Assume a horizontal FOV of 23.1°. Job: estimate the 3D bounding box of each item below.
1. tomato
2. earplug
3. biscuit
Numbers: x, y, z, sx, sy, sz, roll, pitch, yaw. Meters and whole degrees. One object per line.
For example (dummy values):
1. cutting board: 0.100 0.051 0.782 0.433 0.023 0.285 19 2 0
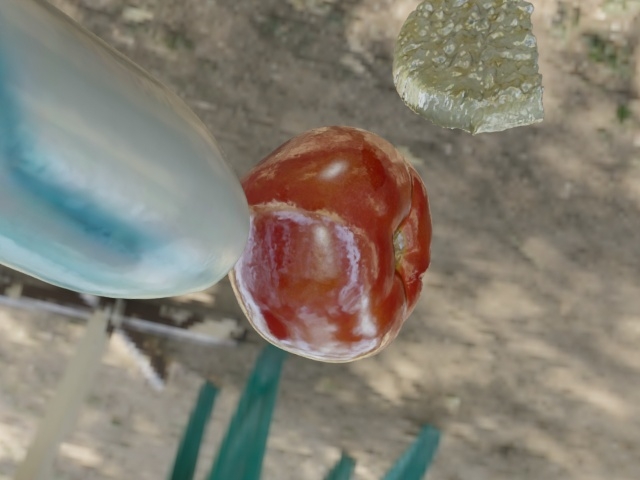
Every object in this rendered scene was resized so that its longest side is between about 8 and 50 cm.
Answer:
1. tomato: 0.000 0.000 1.887 0.226 0.298 0.298 8 155 24
2. earplug: -0.159 -0.050 0.928 0.185 0.185 0.324 -10 152 36
3. biscuit: 0.173 -0.222 1.869 0.179 0.281 0.084 -9 133 8
